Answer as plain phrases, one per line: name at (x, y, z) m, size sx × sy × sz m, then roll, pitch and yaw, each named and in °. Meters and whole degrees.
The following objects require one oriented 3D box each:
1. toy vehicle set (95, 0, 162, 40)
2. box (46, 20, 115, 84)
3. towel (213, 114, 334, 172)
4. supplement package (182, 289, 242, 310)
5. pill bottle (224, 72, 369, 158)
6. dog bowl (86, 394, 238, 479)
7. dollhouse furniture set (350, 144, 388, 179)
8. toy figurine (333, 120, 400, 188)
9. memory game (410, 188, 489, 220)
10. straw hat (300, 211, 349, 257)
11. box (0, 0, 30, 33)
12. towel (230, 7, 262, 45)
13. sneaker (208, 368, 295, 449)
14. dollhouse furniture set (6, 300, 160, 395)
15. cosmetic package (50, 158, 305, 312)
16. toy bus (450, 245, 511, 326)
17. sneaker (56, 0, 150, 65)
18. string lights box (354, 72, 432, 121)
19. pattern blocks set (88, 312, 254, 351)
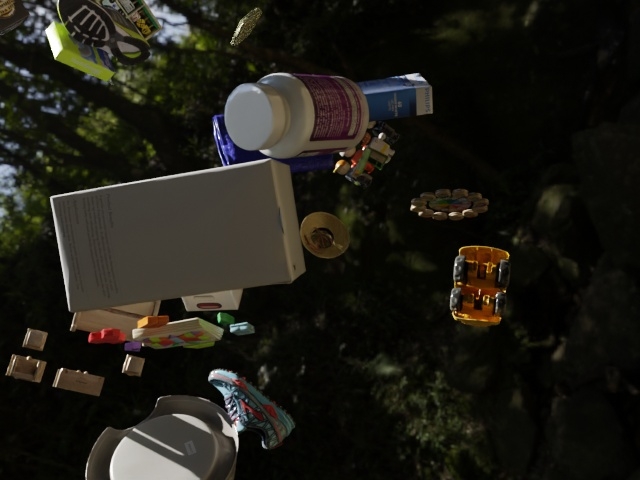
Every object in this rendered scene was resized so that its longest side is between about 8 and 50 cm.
toy vehicle set at (-0.600, -0.678, 1.950) m, size 0.035 × 0.166 × 0.267 m, roll 44°, pitch 171°, yaw 44°
box at (-0.608, -0.480, 1.735) m, size 0.178 × 0.042 × 0.109 m, roll 17°, pitch -139°, yaw -54°
towel at (-0.133, -0.267, 1.885) m, size 0.076 × 0.308 × 0.228 m, roll 106°, pitch 152°, yaw -53°
supplement package at (-0.294, 0.025, 1.763) m, size 0.204 × 0.145 × 0.262 m, roll -83°, pitch -14°, yaw -48°
pill bottle at (-0.047, -0.253, 1.368) m, size 0.301 × 0.169 × 0.169 m, roll -14°, pitch -59°, yaw -52°
dog bowl at (-0.358, 0.529, 1.578) m, size 0.349 × 0.349 × 0.102 m, roll -79°, pitch -12°, yaw -52°
dollhouse furniture set at (0.120, -0.183, 1.598) m, size 0.076 × 0.058 × 0.152 m, roll -61°, pitch -2°, yaw 17°
toy figurine at (0.148, -0.303, 2.264) m, size 0.213 × 0.148 × 0.209 m, roll -50°, pitch 10°, yaw 36°
memory game at (0.304, -0.081, 1.587) m, size 0.186 × 0.186 × 0.012 m, roll 100°, pitch 173°, yaw -71°
straw hat at (0.000, 0.000, 1.757) m, size 0.061 × 0.144 × 0.144 m, roll 124°, pitch 161°, yaw -51°
box at (-0.803, -0.507, 1.353) m, size 0.295 × 0.293 × 0.073 m, roll -46°, pitch 26°, yaw -28°
towel at (-0.250, -0.720, 2.272) m, size 0.110 × 0.027 × 0.148 m, roll -52°, pitch 6°, yaw 41°
sneaker at (-0.196, 0.436, 1.735) m, size 0.125 × 0.262 × 0.104 m, roll -51°, pitch -10°, yaw -24°
dollhouse furniture set at (-0.593, 0.209, 1.735) m, size 0.174 × 0.303 × 0.355 m, roll 151°, pitch 133°, yaw -64°
cosmetic package at (-0.223, -0.007, 1.095) m, size 0.155 × 0.365 × 0.197 m, roll -23°, pitch -74°, yaw -83°
toy bus at (0.443, 0.156, 1.883) m, size 0.211 × 0.149 × 0.220 m, roll 72°, pitch -152°, yaw -59°
sneaker at (-0.574, -0.566, 1.755) m, size 0.121 × 0.111 × 0.300 m, roll 58°, pitch -168°, yaw 22°
string lights box at (0.149, -0.368, 1.753) m, size 0.133 × 0.259 × 0.077 m, roll -101°, pitch 3°, yaw -62°
pattern blocks set at (-0.333, 0.220, 1.567) m, size 0.285 × 0.325 × 0.026 m, roll 33°, pitch -134°, yaw -59°
